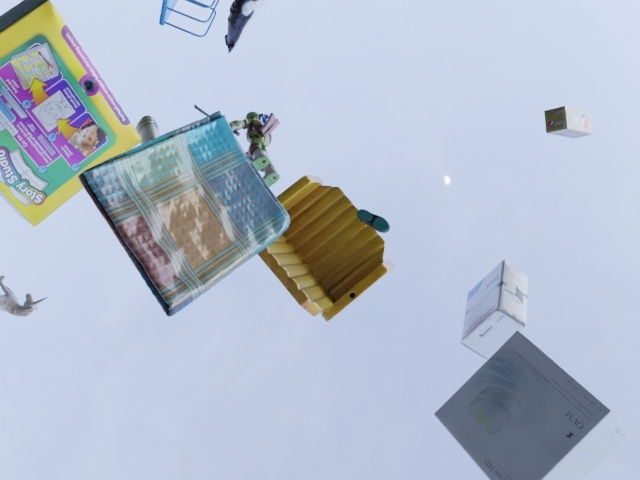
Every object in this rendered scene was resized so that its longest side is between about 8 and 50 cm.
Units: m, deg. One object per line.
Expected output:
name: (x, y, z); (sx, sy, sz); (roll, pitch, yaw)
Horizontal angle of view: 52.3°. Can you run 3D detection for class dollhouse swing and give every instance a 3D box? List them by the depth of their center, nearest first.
dollhouse swing: (0.000, 0.000, 1.696); (0.315, 0.305, 0.347); (-39, -98, -8)

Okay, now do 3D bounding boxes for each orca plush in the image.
orca plush: (-0.188, -0.619, 1.632); (0.102, 0.287, 0.151); (37, -135, -6)

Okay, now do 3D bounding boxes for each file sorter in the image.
file sorter: (-0.267, -0.543, 1.393); (0.104, 0.170, 0.118); (19, -127, -8)

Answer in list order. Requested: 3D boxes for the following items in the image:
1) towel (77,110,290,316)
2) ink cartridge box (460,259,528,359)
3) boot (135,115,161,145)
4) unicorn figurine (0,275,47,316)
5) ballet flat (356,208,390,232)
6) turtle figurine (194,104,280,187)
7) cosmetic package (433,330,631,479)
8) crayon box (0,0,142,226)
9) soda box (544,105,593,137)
towel: (-0.214, -0.066, 1.148); (0.040, 0.272, 0.370); (-27, -172, 36)
ink cartridge box: (0.403, 0.158, 1.509); (0.082, 0.140, 0.191); (33, -143, -6)
boot: (-0.504, -0.258, 1.957); (0.077, 0.213, 0.165); (-15, -107, -22)
unicorn figurine: (-0.658, 0.120, 1.340); (0.161, 0.060, 0.111); (-17, -128, -30)
ballet flat: (0.147, -0.049, 1.760); (0.114, 0.041, 0.041); (34, -112, 34)
turtle figurine: (-0.252, -0.292, 2.101); (0.274, 0.198, 0.266); (-7, -130, -23)
cosmetic package: (0.366, 0.325, 1.150); (0.225, 0.138, 0.224); (-47, -140, 3)
crayon box: (-0.603, -0.263, 1.367); (0.313, 0.363, 0.106); (-44, -135, -19)
soda box: (0.660, -0.312, 1.730); (0.058, 0.181, 0.062); (-7, -93, 42)
